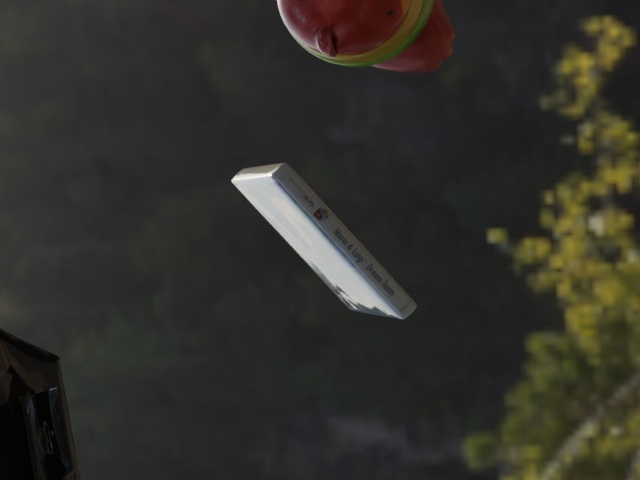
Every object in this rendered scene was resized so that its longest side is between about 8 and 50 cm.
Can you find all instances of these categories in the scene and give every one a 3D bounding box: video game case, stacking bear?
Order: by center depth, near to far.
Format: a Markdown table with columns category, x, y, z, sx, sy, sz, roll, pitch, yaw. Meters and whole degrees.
| category | x | y | z | sx | sy | sz | roll | pitch | yaw |
| --- | --- | --- | --- | --- | --- | --- | --- | --- | --- |
| video game case | 0.000 | 0.000 | 1.448 | 0.143 | 0.019 | 0.157 | 48 | 171 | -10 |
| stacking bear | 0.034 | -0.237 | 1.826 | 0.289 | 0.164 | 0.175 | -45 | -43 | -77 |

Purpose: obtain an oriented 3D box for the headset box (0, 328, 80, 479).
| category | x | y | z | sx | sy | sz | roll | pitch | yaw |
| --- | --- | --- | --- | --- | --- | --- | --- | --- | --- |
| headset box | -0.283 | 0.208 | 1.365 | 0.110 | 0.293 | 0.218 | 29 | -148 | -41 |
